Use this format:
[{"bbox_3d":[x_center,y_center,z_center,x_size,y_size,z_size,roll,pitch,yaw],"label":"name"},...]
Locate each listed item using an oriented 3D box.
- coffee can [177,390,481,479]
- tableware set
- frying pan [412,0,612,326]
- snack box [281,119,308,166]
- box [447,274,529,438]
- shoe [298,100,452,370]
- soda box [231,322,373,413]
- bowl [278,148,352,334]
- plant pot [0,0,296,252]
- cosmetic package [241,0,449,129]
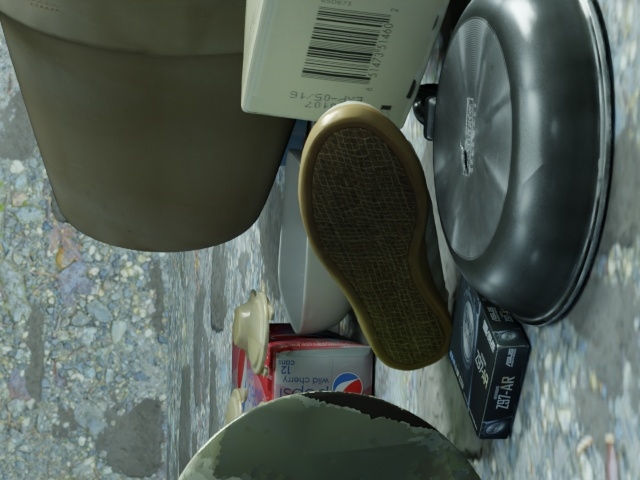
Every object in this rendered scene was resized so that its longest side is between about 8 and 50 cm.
[{"bbox_3d":[-0.017,0.220,0.950,0.275,0.201,0.201,124,146,-70],"label":"coffee can"},{"bbox_3d":[-0.054,0.113,1.199,0.141,0.020,0.169,-157,70,-76],"label":"tableware set"},{"bbox_3d":[0.090,-0.087,0.845,0.326,0.053,0.197,-110,24,-55],"label":"frying pan"},{"bbox_3d":[-0.113,-0.161,1.560,0.207,0.174,0.070,-105,21,-54],"label":"snack box"},{"bbox_3d":[0.095,0.063,0.860,0.083,0.018,0.067,-105,18,-56],"label":"box"},{"bbox_3d":[0.033,-0.007,0.913,0.219,0.076,0.058,72,-174,-45],"label":"shoe"},{"bbox_3d":[-0.022,0.125,1.302,0.263,0.083,0.092,-176,87,-80],"label":"soda box"},{"bbox_3d":[0.000,0.000,1.277,0.142,0.053,0.142,-120,33,-68],"label":"bowl"},{"bbox_3d":[-0.136,-0.153,1.308,0.323,0.323,0.280,-107,20,-59],"label":"plant pot"},{"bbox_3d":[0.016,-0.244,0.987,0.160,0.113,0.309,107,165,-54],"label":"cosmetic package"}]
